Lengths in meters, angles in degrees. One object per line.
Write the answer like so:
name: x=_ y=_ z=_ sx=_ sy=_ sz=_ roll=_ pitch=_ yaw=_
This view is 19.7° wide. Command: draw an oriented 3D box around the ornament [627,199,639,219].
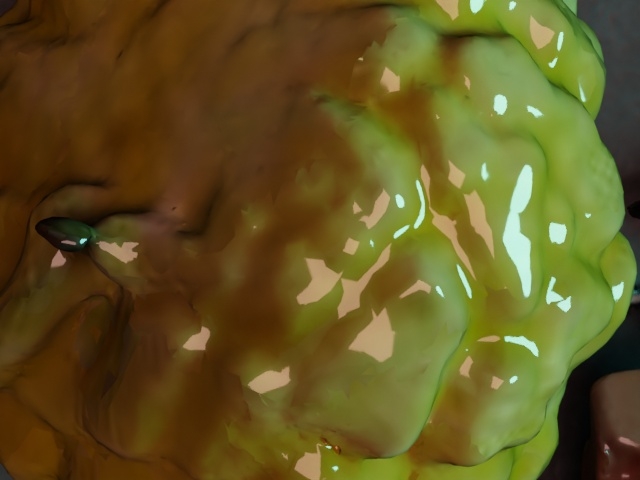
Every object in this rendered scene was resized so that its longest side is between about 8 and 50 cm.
ornament: x=0.255 y=0.041 z=1.014 sx=0.081 sy=0.088 sz=0.203 roll=-41 pitch=118 yaw=-19

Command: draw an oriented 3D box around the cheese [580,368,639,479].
cheese: x=0.212 y=0.194 z=0.957 sx=0.128 sy=0.177 sz=0.203 roll=-4 pitch=127 yaw=-5

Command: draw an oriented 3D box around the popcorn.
popcorn: x=0.000 y=0.000 z=0.870 sx=0.349 sy=0.349 sz=0.382 roll=-49 pitch=140 yaw=7
